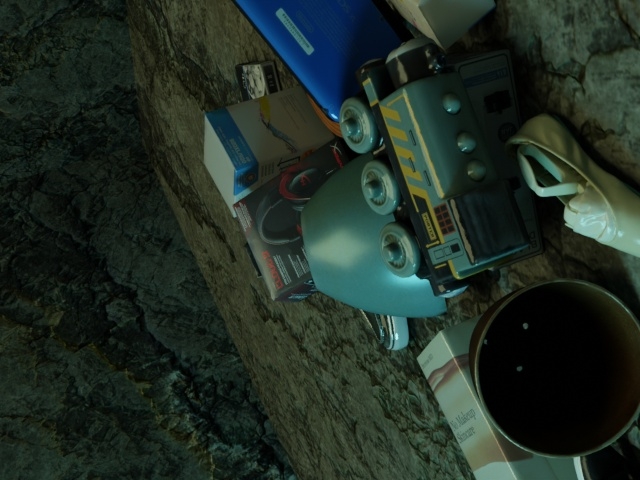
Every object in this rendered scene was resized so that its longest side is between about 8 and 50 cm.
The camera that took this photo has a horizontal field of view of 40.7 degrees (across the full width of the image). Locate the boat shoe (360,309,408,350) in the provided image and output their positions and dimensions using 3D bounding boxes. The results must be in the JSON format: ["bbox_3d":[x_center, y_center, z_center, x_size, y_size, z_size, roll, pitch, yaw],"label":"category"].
[{"bbox_3d":[0.072,0.075,1.757,0.335,0.119,0.121,68,161,11],"label":"boat shoe"}]

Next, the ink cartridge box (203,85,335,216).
[{"bbox_3d":[-0.111,-0.192,1.843,0.168,0.233,0.171,59,158,27],"label":"ink cartridge box"}]

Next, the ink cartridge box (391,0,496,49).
[{"bbox_3d":[0.145,-0.340,1.146,0.090,0.092,0.143,45,-173,-45],"label":"ink cartridge box"}]

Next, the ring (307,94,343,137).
[{"bbox_3d":[0.020,-0.359,1.629,0.336,0.032,0.336,162,90,-71],"label":"ring"}]

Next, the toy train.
[{"bbox_3d":[0.143,-0.093,1.111,0.190,0.142,0.334,-25,82,59],"label":"toy train"}]

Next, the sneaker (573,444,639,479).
[{"bbox_3d":[0.422,0.347,1.106,0.217,0.079,0.121,61,157,5],"label":"sneaker"}]

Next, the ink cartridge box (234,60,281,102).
[{"bbox_3d":[-0.138,-0.328,2.088,0.206,0.045,0.208,23,131,66],"label":"ink cartridge box"}]

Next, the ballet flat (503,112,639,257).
[{"bbox_3d":[0.305,-0.056,1.025,0.248,0.086,0.086,56,156,38],"label":"ballet flat"}]

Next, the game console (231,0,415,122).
[{"bbox_3d":[-0.008,-0.350,1.236,0.293,0.250,0.173,48,167,-22],"label":"game console"}]

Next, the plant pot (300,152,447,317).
[{"bbox_3d":[0.078,-0.004,1.381,0.290,0.195,0.290,-12,-90,-84],"label":"plant pot"}]

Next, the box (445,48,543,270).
[{"bbox_3d":[0.212,-0.116,1.222,0.169,0.087,0.290,25,131,66],"label":"box"}]

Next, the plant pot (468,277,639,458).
[{"bbox_3d":[0.283,0.154,1.143,0.230,0.215,0.215,170,82,-86],"label":"plant pot"}]

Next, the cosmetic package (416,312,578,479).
[{"bbox_3d":[0.282,0.270,1.330,0.153,0.129,0.296,107,141,-62],"label":"cosmetic package"}]

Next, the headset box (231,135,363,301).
[{"bbox_3d":[-0.018,-0.027,1.655,0.110,0.293,0.218,10,-127,-62],"label":"headset box"}]
